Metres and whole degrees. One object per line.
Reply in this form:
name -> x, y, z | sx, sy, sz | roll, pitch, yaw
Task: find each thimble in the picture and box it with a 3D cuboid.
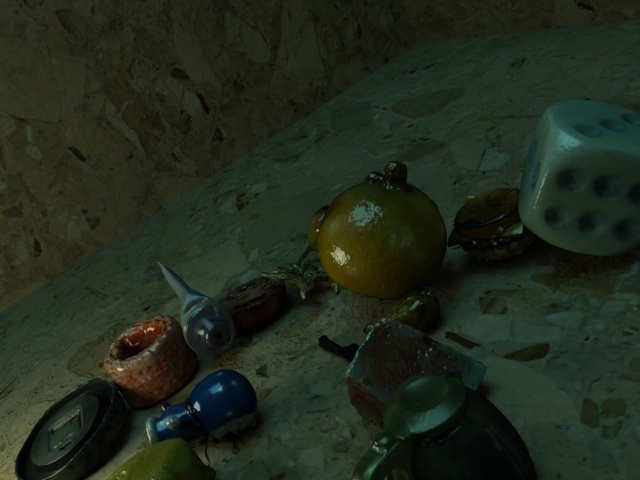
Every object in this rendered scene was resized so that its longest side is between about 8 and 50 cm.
thimble -> -0.473, 0.336, 2.066 | 0.239, 0.162, 0.239 | -23, 27, 12

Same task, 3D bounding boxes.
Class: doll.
doll -> -0.265, 0.404, 1.697 | 0.256, 0.161, 0.215 | -30, -12, -4

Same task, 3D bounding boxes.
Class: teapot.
teapot -> 0.170, 0.359, 1.219 | 0.321, 0.239, 0.239 | -31, 22, -5

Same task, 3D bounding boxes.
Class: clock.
clock -> -0.656, 0.510, 1.957 | 0.325, 0.067, 0.325 | -27, 30, 17

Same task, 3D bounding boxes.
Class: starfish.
starfish -> -0.061, 0.105, 2.129 | 0.235, 0.062, 0.277 | 8, 18, 4

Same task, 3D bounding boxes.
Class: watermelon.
watermelon -> 0.173, 0.253, 1.488 | 0.261, 0.201, 0.213 | 8, 50, 48

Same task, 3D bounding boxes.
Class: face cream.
face cream -> -0.365, 0.208, 2.130 | 0.137, 0.235, 0.420 | -34, 26, -16

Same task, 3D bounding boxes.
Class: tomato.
tomato -> -0.190, 0.184, 2.167 | 0.225, 0.085, 0.225 | -23, 19, 9

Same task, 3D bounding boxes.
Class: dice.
dice -> 0.602, -0.142, 1.651 | 0.268, 0.265, 0.262 | 14, 34, 5

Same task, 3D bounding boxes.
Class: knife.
knife -> 0.073, 0.268, 1.793 | 0.060, 0.028, 0.230 | -24, 22, -25

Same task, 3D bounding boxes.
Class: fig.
fig -> 0.011, 0.001, 2.285 | 0.231, 0.160, 0.143 | -52, 33, -2

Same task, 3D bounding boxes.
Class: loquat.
loquat -> 0.159, -0.026, 1.846 | 0.328, 0.360, 0.328 | 9, 22, -4

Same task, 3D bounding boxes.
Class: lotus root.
lotus root -> 0.196, 0.186, 1.750 | 0.190, 0.094, 0.108 | -34, 1, 6

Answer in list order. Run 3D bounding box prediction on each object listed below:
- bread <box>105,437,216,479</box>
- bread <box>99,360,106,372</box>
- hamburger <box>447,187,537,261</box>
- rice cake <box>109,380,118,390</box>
bread -> -0.348, 0.532, 1.533 | 0.269, 0.148, 0.270 | -30, 13, 8
bread -> -0.582, 0.352, 2.285 | 0.214, 0.053, 0.073 | -28, 20, 6
hamburger -> 0.446, -0.033, 1.863 | 0.243, 0.139, 0.262 | -8, 29, 41
rice cake -> -0.584, 0.411, 2.187 | 0.207, 0.033, 0.033 | -32, 20, -10
